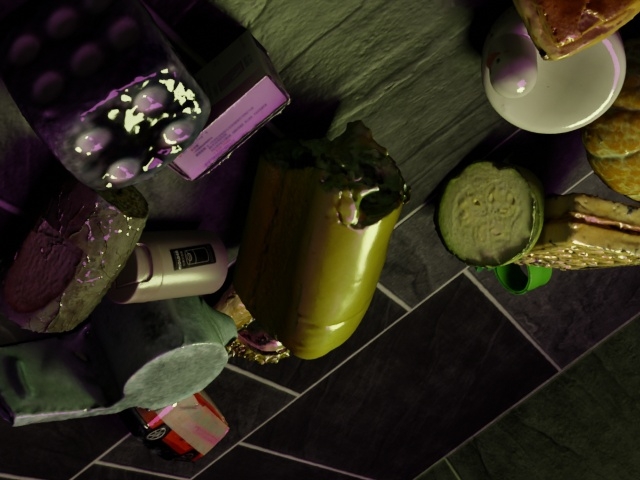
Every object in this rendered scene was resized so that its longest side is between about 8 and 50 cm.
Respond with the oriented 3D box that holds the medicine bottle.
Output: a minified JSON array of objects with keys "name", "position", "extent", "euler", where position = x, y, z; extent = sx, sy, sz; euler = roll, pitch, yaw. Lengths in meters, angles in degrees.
[{"name":"medicine bottle","position":[-0.128,-0.175,1.377],"extent":[0.171,0.201,0.052],"euler":[-38,118,9]}]

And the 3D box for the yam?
[{"name":"yam","position":[-0.341,0.005,1.492],"extent":[0.154,0.154,0.254],"euler":[4,130,-51]}]

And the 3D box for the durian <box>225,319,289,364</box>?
[{"name":"durian","position":[-0.113,0.204,2.094],"extent":[0.186,0.108,0.119],"euler":[-20,149,-26]}]

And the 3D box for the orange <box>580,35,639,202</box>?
[{"name":"orange","position":[0.644,-0.228,2.008],"extent":[0.329,0.329,0.249],"euler":[-22,-172,-22]}]

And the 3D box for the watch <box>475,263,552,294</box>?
[{"name":"watch","position":[0.449,0.051,2.427],"extent":[0.131,0.152,0.165],"euler":[-21,149,-30]}]

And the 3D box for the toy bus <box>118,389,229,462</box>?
[{"name":"toy bus","position":[-0.291,0.332,2.091],"extent":[0.147,0.127,0.303],"euler":[-36,152,-7]}]

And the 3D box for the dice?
[{"name":"dice","position":[-0.250,-0.181,1.244],"extent":[0.182,0.181,0.183],"euler":[-37,152,0]}]

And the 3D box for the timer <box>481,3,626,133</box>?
[{"name":"timer","position":[0.370,-0.275,1.716],"extent":[0.233,0.240,0.234],"euler":[4,128,6]}]

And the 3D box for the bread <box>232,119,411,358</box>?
[{"name":"bread","position":[0.000,0.000,1.717],"extent":[0.208,0.251,0.377],"euler":[-13,135,-35]}]

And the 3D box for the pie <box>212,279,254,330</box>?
[{"name":"pie","position":[-0.104,0.075,1.944],"extent":[0.282,0.068,0.128],"euler":[-44,151,20]}]

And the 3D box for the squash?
[{"name":"squash","position":[0.338,-0.045,2.078],"extent":[0.220,0.220,0.133],"euler":[-45,152,19]}]

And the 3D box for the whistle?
[{"name":"whistle","position":[-0.336,0.192,1.771],"extent":[0.404,0.168,0.188],"euler":[-24,150,-9]}]

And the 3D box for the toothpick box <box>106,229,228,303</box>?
[{"name":"toothpick box","position":[-0.247,0.039,1.679],"extent":[0.180,0.111,0.111],"euler":[-3,140,-47]}]

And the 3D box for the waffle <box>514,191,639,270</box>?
[{"name":"waffle","position":[0.516,-0.013,2.170],"extent":[0.261,0.114,0.376],"euler":[6,173,-19]}]

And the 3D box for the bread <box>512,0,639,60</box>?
[{"name":"bread","position":[0.387,-0.398,1.573],"extent":[0.235,0.210,0.099],"euler":[-30,-171,-14]}]
